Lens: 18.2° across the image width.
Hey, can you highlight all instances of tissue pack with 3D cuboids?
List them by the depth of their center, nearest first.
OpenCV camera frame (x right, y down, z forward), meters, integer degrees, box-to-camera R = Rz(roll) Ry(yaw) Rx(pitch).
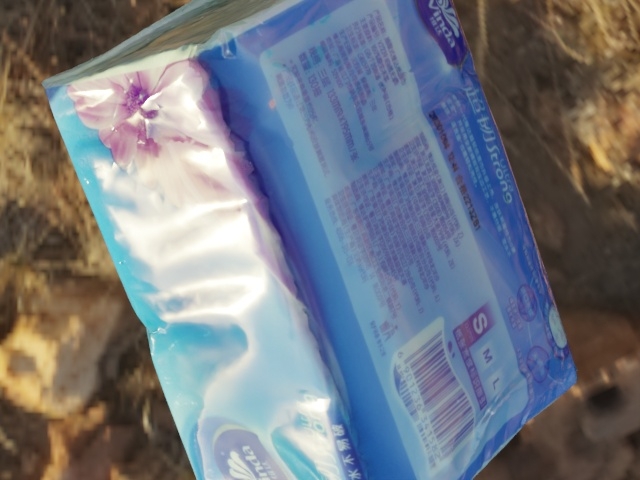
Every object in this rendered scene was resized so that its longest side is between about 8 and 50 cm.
[{"bbox_3d":[0.000,0.000,1.016,0.146,0.198,0.263,-9,108,41],"label":"tissue pack"}]
